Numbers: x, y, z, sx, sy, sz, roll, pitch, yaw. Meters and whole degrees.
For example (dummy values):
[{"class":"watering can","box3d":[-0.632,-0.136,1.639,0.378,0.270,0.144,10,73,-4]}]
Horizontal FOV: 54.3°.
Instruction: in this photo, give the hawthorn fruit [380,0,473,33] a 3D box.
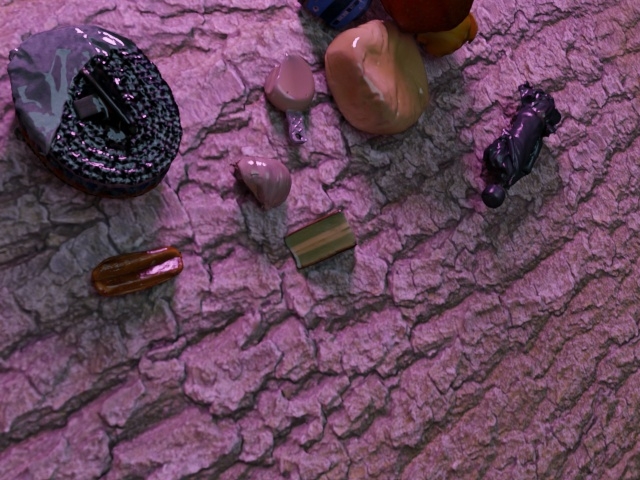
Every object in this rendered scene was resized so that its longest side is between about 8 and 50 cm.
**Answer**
[{"class":"hawthorn fruit","box3d":[0.197,-0.519,1.165,0.205,0.205,0.253,-49,138,-31]}]

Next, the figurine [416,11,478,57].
[{"class":"figurine","box3d":[0.234,-0.512,1.346,0.246,0.131,0.156,52,23,-6]}]

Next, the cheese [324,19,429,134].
[{"class":"cheese","box3d":[0.120,-0.320,1.234,0.214,0.117,0.225,-32,98,-37]}]

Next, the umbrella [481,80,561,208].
[{"class":"umbrella","box3d":[0.431,-0.206,1.387,0.143,0.094,0.348,44,61,-20]}]

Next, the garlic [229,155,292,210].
[{"class":"garlic","box3d":[-0.092,-0.104,1.067,0.113,0.074,0.094,4,64,-45]}]

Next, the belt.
[{"class":"belt","box3d":[-0.326,-0.184,0.910,0.207,0.150,0.257,-42,98,-22]}]

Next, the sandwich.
[{"class":"sandwich","box3d":[0.000,0.000,1.130,0.117,0.074,0.074,-25,90,-1]}]

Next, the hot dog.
[{"class":"hot dog","box3d":[-0.272,0.044,0.940,0.144,0.038,0.062,-17,83,-35]}]

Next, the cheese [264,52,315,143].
[{"class":"cheese","box3d":[-0.057,-0.261,1.146,0.092,0.048,0.171,17,69,-24]}]

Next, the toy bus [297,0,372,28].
[{"class":"toy bus","box3d":[0.060,-0.543,1.254,0.134,0.116,0.233,36,59,-21]}]
